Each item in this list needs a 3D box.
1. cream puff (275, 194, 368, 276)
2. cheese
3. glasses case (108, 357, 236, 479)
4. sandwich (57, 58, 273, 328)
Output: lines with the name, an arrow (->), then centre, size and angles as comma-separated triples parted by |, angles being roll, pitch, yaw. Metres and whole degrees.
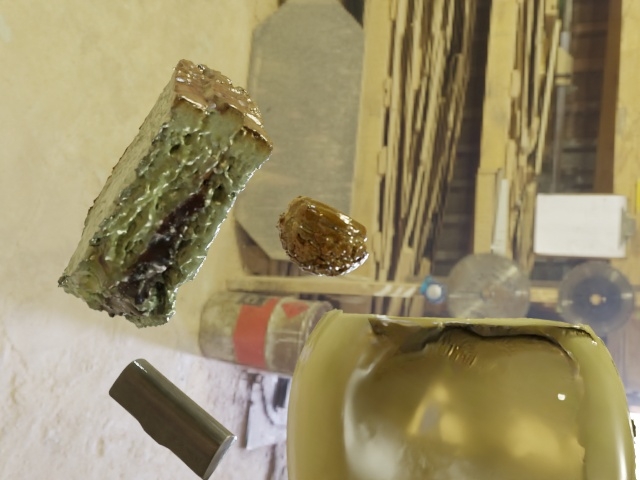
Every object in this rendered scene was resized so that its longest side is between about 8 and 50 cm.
cream puff -> 0.000, 0.000, 1.234 | 0.115, 0.165, 0.150 | -62, 170, -7
cheese -> 0.105, 0.208, 0.536 | 0.128, 0.259, 0.316 | 68, 20, -70
glasses case -> -0.206, 0.242, 1.006 | 0.072, 0.190, 0.042 | -54, 157, -6
sandwich -> -0.193, -0.045, 0.886 | 0.325, 0.131, 0.262 | -56, -159, 12
